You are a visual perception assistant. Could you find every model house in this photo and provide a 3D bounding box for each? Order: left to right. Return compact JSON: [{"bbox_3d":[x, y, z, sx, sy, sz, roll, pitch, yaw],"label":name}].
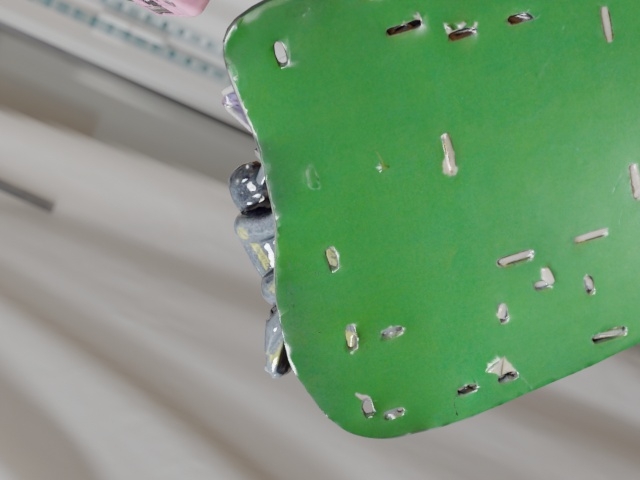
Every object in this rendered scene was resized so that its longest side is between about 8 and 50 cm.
[{"bbox_3d":[0.057,-0.035,0.482,0.088,0.167,0.117,-120,13,-67],"label":"model house"}]

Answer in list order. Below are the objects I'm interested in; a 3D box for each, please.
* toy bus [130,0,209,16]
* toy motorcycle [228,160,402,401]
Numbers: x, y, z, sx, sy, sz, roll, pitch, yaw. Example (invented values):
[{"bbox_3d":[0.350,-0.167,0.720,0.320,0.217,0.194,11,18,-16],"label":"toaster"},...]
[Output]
[{"bbox_3d":[-0.169,-0.236,1.484,0.090,0.203,0.063,12,78,55],"label":"toy bus"},{"bbox_3d":[0.000,0.000,1.104,0.061,0.124,0.193,-37,-38,-51],"label":"toy motorcycle"}]
